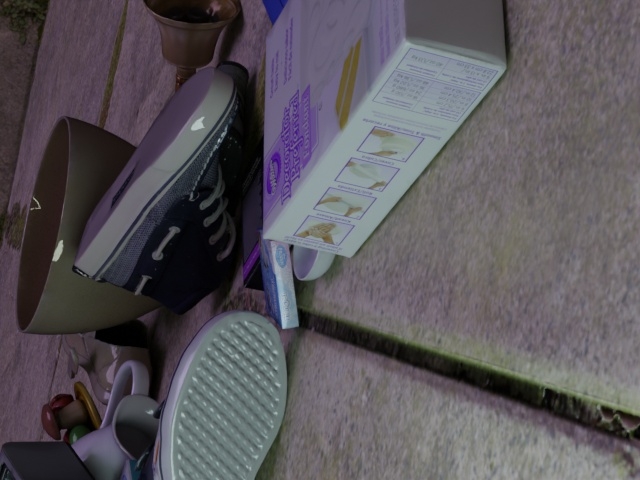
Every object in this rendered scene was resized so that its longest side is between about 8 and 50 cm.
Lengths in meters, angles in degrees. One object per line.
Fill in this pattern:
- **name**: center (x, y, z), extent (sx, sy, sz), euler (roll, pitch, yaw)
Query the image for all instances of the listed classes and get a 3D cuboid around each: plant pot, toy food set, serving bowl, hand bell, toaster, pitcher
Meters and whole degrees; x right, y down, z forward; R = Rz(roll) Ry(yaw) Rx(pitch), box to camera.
- **plant pot**: center (-0.270, -0.005, 2.145), extent (0.284, 0.191, 0.284), euler (-169, 90, -72)
- **toy food set**: center (-0.327, 0.263, 2.200), extent (0.218, 0.071, 0.128), euler (68, 163, 7)
- **serving bowl**: center (0.000, 0.000, 1.604), extent (0.083, 0.027, 0.083), euler (-168, 90, -72)
- **hand bell**: center (-0.180, -0.207, 2.183), extent (0.126, 0.126, 0.242), euler (-107, 21, -55)
- **toaster**: center (-0.326, 0.347, 1.932), extent (0.186, 0.110, 0.168), euler (40, 116, 52)
- **pitcher**: center (-0.260, 0.265, 2.066), extent (0.207, 0.125, 0.177), euler (-51, 35, 39)

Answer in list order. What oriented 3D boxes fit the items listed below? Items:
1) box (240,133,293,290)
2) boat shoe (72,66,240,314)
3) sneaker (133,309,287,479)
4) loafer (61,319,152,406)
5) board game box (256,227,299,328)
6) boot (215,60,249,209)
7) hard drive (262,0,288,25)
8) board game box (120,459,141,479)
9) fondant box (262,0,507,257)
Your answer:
- **box**: center (-0.054, -0.043, 1.790), extent (0.116, 0.029, 0.162), euler (122, 151, -46)
- **boat shoe**: center (-0.142, -0.050, 1.881), extent (0.340, 0.158, 0.127), euler (-47, 23, 42)
- **sneaker**: center (-0.122, 0.220, 1.681), extent (0.127, 0.126, 0.321), euler (-160, 80, -66)
- **loafer**: center (-0.279, 0.141, 2.248), extent (0.268, 0.102, 0.092), euler (42, 118, 58)
- **board game box**: center (-0.044, 0.036, 1.669), extent (0.090, 0.020, 0.090), euler (-147, 49, -75)
- **boot**: center (-0.138, -0.087, 2.023), extent (0.161, 0.083, 0.246), euler (-83, 16, -51)
- **hard drive**: center (0.001, -0.403, 1.820), extent (0.210, 0.040, 0.318), euler (-111, 36, -58)
- **board game box**: center (-0.220, 0.464, 1.899), extent (0.254, 0.079, 0.336), euler (-111, 37, -59)
- **fondant box**: center (0.046, -0.168, 1.465), extent (0.330, 0.096, 0.238), euler (126, 149, -54)
